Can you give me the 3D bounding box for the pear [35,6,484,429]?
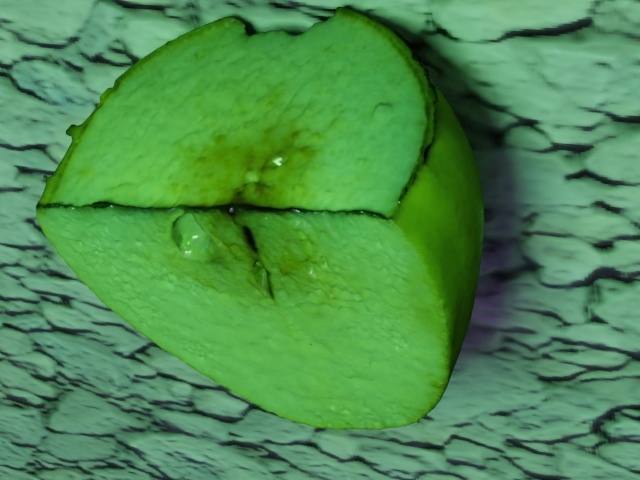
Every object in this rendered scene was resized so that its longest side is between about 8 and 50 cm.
[{"bbox_3d":[0.000,0.000,1.019,0.292,0.159,0.292,17,143,14],"label":"pear"}]
